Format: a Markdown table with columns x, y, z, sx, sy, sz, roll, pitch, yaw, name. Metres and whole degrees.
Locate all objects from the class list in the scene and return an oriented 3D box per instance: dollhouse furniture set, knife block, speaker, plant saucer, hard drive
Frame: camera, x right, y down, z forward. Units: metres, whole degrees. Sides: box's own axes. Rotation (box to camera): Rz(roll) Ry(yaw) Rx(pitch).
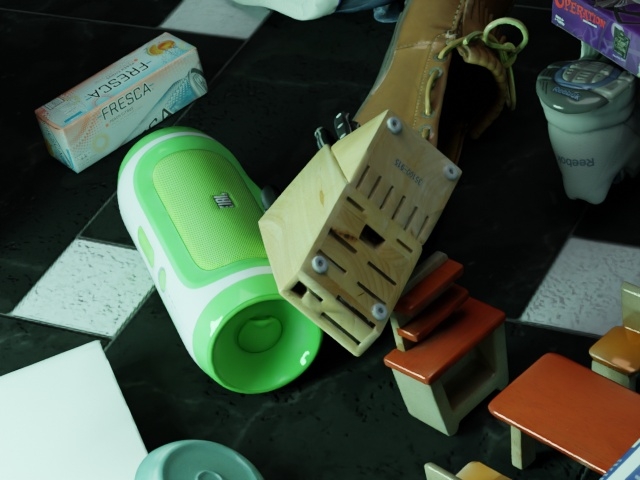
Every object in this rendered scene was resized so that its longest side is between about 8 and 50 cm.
| x | y | z | sx | sy | sz | roll | pitch | yaw | name |
| --- | --- | --- | --- | --- | --- | --- | --- | --- | --- |
| 0.174 | 0.121 | 1.553 | 0.259 | 0.135 | 0.262 | 25 | 52 | 39 | dollhouse furniture set |
| 0.000 | 0.000 | 1.663 | 0.242 | 0.088 | 0.275 | -32 | 24 | 51 | knife block |
| -0.097 | 0.012 | 1.784 | 0.131 | 0.131 | 0.296 | -21 | 38 | -9 | speaker |
| -0.092 | 0.203 | 1.581 | 0.119 | 0.021 | 0.119 | 14 | 39 | -12 | plant saucer |
| -0.322 | 0.225 | 1.648 | 0.353 | 0.047 | 0.233 | -21 | 38 | -9 | hard drive |

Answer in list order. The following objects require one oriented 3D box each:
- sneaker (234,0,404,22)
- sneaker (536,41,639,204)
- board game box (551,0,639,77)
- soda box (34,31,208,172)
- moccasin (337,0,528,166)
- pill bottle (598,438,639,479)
| x | y | z | sx | sy | sz | roll | pitch | yaw | name |
| --- | --- | --- | --- | --- | --- | --- | --- | --- | --- |
| 0.013 | -0.354 | 2.230 | 0.236 | 0.130 | 0.323 | -21 | 32 | -25 | sneaker |
| 0.287 | -0.131 | 1.865 | 0.111 | 0.129 | 0.297 | 10 | 26 | 31 | sneaker |
| 0.418 | -0.226 | 1.826 | 0.347 | 0.056 | 0.208 | -19 | 41 | -26 | board game box |
| -0.212 | -0.149 | 2.073 | 0.183 | 0.063 | 0.058 | -34 | 42 | -24 | soda box |
| 0.132 | -0.158 | 1.917 | 0.147 | 0.139 | 0.380 | 8 | 43 | 24 | moccasin |
| 0.223 | 0.217 | 1.396 | 0.169 | 0.094 | 0.094 | -43 | 44 | -8 | pill bottle |
